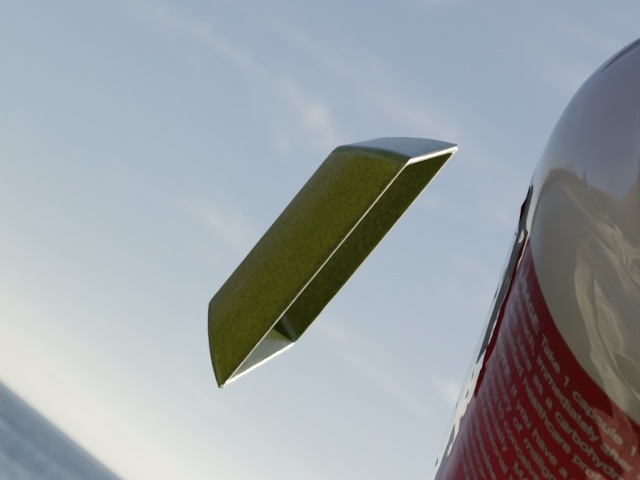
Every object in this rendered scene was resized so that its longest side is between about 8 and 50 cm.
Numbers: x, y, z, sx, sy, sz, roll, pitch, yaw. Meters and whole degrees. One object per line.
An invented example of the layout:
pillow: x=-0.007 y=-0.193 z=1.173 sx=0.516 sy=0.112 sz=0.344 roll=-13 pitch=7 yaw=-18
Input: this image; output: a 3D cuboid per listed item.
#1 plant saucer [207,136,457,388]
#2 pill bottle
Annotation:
plant saucer: x=0.000 y=0.000 z=1.273 sx=0.045 sy=0.188 sz=0.188 roll=41 pitch=13 yaw=7
pill bottle: x=0.183 y=0.052 z=0.832 sx=0.229 sy=0.229 sz=0.408 roll=36 pitch=-33 yaw=17
